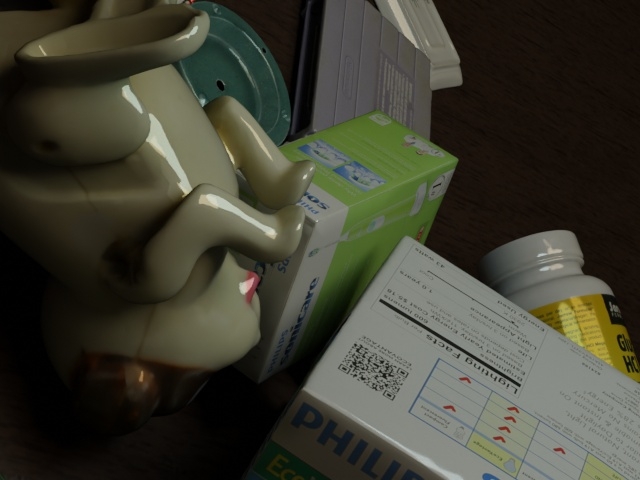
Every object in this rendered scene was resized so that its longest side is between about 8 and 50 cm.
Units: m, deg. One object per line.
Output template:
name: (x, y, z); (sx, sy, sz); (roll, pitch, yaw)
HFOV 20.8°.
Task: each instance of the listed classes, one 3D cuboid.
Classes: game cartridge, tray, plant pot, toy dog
game cartridge: (0.056, -0.169, 2.297); (0.230, 0.068, 0.355); (43, 37, -34)
tray: (0.130, -0.348, 2.557); (0.145, 0.030, 0.270); (-17, 81, -58)
plant pot: (-0.157, -0.133, 1.841); (0.293, 0.196, 0.293); (34, 42, -38)
toy dog: (-0.193, -0.019, 1.600); (0.284, 0.395, 0.408); (-111, -176, -63)

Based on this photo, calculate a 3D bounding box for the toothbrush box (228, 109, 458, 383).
toothbrush box: (0.000, 0.000, 1.862); (0.122, 0.206, 0.283); (33, 32, 21)

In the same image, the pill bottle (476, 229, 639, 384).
pill bottle: (0.322, 0.165, 2.300); (0.188, 0.188, 0.334); (6, 62, -53)

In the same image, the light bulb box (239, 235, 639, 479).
light bulb box: (0.132, 0.231, 1.702); (0.358, 0.225, 0.361); (32, 29, 4)

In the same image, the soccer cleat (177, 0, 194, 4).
soccer cleat: (-0.190, -0.288, 2.031); (0.076, 0.068, 0.196); (44, 33, -3)

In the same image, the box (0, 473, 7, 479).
box: (-0.253, 0.285, 1.500); (0.105, 0.043, 0.179); (45, 16, -25)

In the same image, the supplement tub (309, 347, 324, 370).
supplement tub: (0.048, 0.101, 2.041); (0.106, 0.106, 0.198); (51, 34, -17)

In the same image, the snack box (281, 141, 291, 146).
snack box: (-0.047, -0.019, 1.969); (0.064, 0.022, 0.178); (-52, 151, -56)
